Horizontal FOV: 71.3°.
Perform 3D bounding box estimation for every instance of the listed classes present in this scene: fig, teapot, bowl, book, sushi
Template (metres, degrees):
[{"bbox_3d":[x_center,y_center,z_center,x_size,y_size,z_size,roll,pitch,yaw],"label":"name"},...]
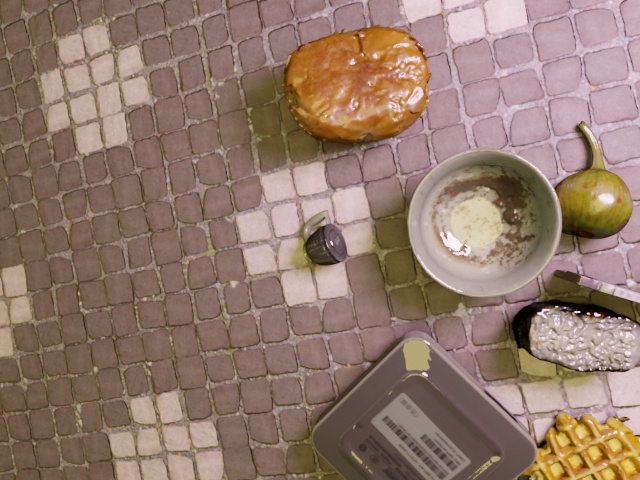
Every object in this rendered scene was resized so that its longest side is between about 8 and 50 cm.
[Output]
[{"bbox_3d":[0.545,-0.125,0.903,0.149,0.149,0.246,10,75,12],"label":"fig"},{"bbox_3d":[0.005,0.006,1.043,0.090,0.124,0.092,-23,128,28],"label":"teapot"},{"bbox_3d":[0.324,-0.037,0.925,0.288,0.146,0.290,1,94,12],"label":"bowl"},{"bbox_3d":[0.594,0.102,0.861,0.230,0.157,0.026,18,94,12],"label":"book"},{"bbox_3d":[0.510,0.189,0.899,0.224,0.127,0.124,5,92,5],"label":"sushi"}]

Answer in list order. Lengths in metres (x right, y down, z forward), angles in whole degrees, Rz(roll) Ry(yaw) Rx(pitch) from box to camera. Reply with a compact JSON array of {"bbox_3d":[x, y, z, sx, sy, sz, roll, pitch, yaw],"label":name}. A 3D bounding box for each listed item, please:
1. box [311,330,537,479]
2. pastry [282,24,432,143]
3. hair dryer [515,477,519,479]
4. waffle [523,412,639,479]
[{"bbox_3d":[0.214,0.441,0.983,0.367,0.090,0.373,43,102,6],"label":"box"},{"bbox_3d":[0.076,-0.327,0.964,0.310,0.162,0.256,-4,80,3],"label":"pastry"},{"bbox_3d":[0.419,0.517,0.987,0.078,0.031,0.084,7,80,21],"label":"hair dryer"},{"bbox_3d":[0.582,0.508,0.892,0.328,0.062,0.330,-5,76,21],"label":"waffle"}]
